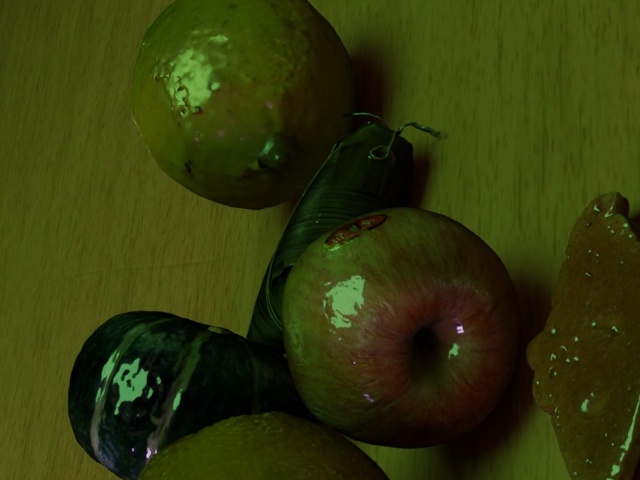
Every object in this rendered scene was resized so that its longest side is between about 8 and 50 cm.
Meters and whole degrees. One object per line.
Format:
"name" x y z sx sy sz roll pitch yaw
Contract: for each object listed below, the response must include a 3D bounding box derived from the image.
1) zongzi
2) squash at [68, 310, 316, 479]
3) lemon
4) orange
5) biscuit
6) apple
"zongzi" 0.000 0.000 1.805 0.241 0.111 0.248 -30 37 59
"squash" -0.130 0.165 1.723 0.252 0.252 0.165 16 89 64
"lemon" -0.083 -0.160 1.935 0.253 0.253 0.310 -53 36 21
"orange" -0.044 0.278 1.435 0.274 0.274 0.274 -43 33 37
"biscuit" 0.230 0.084 1.366 0.183 0.043 0.280 -39 40 47
"apple" 0.067 0.075 1.484 0.211 0.211 0.188 -64 25 1
